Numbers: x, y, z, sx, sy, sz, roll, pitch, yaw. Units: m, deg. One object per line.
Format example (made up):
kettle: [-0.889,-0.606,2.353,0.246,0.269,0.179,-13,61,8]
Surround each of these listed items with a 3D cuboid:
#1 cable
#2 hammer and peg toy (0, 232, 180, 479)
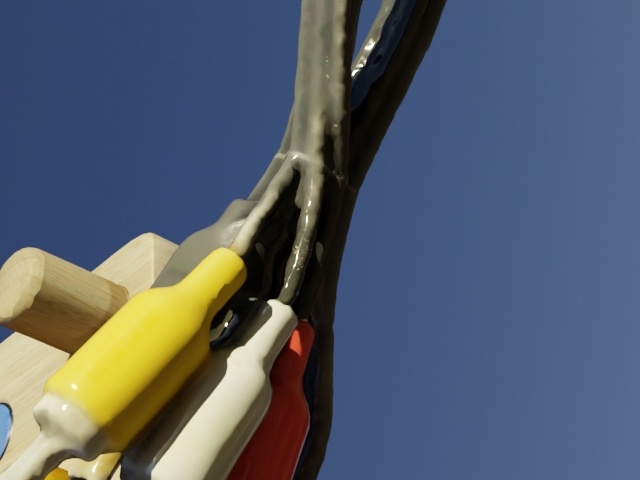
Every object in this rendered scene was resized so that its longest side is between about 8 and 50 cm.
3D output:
cable: [0.000,0.000,0.547,0.139,0.072,0.287,44,-108,-40]
hammer and peg toy: [-0.183,0.175,0.698,0.127,0.361,0.266,28,-137,-34]
